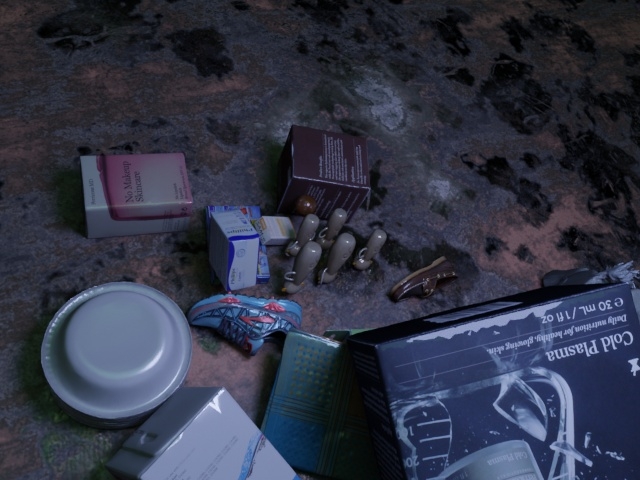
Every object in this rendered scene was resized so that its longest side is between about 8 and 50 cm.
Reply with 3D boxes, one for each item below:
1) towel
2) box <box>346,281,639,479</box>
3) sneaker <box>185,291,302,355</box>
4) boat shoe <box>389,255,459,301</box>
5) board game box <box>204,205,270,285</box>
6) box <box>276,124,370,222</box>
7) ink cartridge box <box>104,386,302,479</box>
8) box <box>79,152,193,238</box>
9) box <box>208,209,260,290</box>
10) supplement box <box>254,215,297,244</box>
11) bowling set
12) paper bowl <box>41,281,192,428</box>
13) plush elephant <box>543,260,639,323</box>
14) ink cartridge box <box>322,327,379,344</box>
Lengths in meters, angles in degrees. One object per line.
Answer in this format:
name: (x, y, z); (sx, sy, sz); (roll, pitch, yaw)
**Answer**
towel: (0.071, 0.363, 1.262); (0.369, 0.040, 0.272); (17, 81, -5)
box: (0.347, 0.359, 1.131); (0.479, 0.297, 0.472); (-13, 86, -8)
sneaker: (-0.162, 0.186, 1.319); (0.261, 0.104, 0.125); (4, 61, -16)
boat shoe: (0.269, 0.107, 1.531); (0.206, 0.073, 0.073); (-26, 69, -29)
board game box: (-0.202, 0.009, 1.451); (0.136, 0.035, 0.201); (0, 60, -19)
box: (0.004, -0.167, 1.548); (0.203, 0.167, 0.169); (8, 59, -14)
ink cartridge box: (-0.194, 0.420, 1.055); (0.197, 0.198, 0.270); (-45, 105, -34)
box: (-0.424, -0.106, 1.389); (0.232, 0.127, 0.149); (-6, 63, -22)
box: (-0.190, 0.019, 1.321); (0.072, 0.126, 0.137); (-7, 32, -25)
supplement box: (-0.109, -0.024, 1.476); (0.098, 0.036, 0.062); (1, 61, -51)
bowling set: (0.000, 0.000, 1.473); (0.286, 0.154, 0.200); (-8, 50, -39)
paper bowl: (-0.397, 0.214, 1.195); (0.284, 0.148, 0.284); (8, 57, -13)
plush elephant: (0.695, 0.207, 1.519); (0.271, 0.330, 0.256); (-35, 94, -39)
ink cartridge box: (0.101, 0.247, 1.367); (0.209, 0.109, 0.062); (1, 59, -19)
